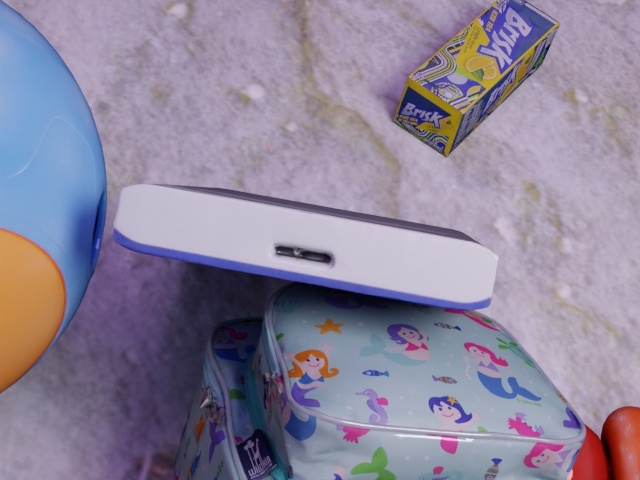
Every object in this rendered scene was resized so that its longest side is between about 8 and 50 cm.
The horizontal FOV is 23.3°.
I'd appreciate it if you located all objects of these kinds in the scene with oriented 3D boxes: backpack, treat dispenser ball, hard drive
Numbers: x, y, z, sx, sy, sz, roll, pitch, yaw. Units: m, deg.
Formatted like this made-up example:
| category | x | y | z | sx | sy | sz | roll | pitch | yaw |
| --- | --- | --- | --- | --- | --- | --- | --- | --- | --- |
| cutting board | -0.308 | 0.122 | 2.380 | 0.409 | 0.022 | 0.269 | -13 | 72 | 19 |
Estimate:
| category | x | y | z | sx | sy | sz | roll | pitch | yaw |
| --- | --- | --- | --- | --- | --- | --- | --- | --- | --- |
| backpack | 0.028 | 0.132 | 0.936 | 0.225 | 0.191 | 0.253 | 8 | 17 | -18 |
| treat dispenser ball | -0.273 | -0.026 | 0.932 | 0.288 | 0.288 | 0.288 | 9 | 48 | -10 |
| hard drive | 0.000 | 0.000 | 1.000 | 0.210 | 0.318 | 0.040 | 10 | 92 | 3 |

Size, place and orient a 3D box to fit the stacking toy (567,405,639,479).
| category | x | y | z | sx | sy | sz | roll | pitch | yaw |
| --- | --- | --- | --- | --- | --- | --- | --- | --- | --- |
| stacking toy | 0.271 | 0.149 | 1.037 | 0.330 | 0.141 | 0.141 | -3 | 49 | 2 |

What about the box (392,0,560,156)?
| category | x | y | z | sx | sy | sz | roll | pitch | yaw |
| --- | --- | --- | --- | --- | --- | --- | --- | --- | --- |
| box | 0.134 | -0.144 | 1.319 | 0.059 | 0.054 | 0.169 | 35 | 49 | 14 |
